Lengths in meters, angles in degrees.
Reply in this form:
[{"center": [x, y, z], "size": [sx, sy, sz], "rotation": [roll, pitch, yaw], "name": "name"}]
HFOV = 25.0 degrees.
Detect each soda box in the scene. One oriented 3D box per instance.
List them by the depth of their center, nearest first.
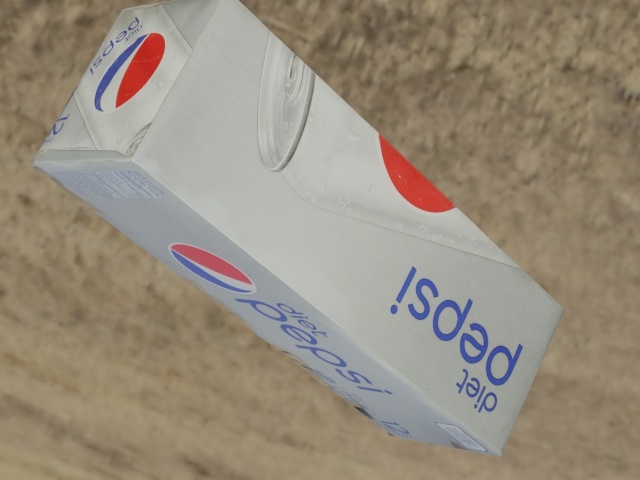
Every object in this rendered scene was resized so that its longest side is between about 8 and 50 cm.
[{"center": [0.000, 0.000, 0.738], "size": [0.091, 0.098, 0.286], "rotation": [3, 149, 50], "name": "soda box"}]
